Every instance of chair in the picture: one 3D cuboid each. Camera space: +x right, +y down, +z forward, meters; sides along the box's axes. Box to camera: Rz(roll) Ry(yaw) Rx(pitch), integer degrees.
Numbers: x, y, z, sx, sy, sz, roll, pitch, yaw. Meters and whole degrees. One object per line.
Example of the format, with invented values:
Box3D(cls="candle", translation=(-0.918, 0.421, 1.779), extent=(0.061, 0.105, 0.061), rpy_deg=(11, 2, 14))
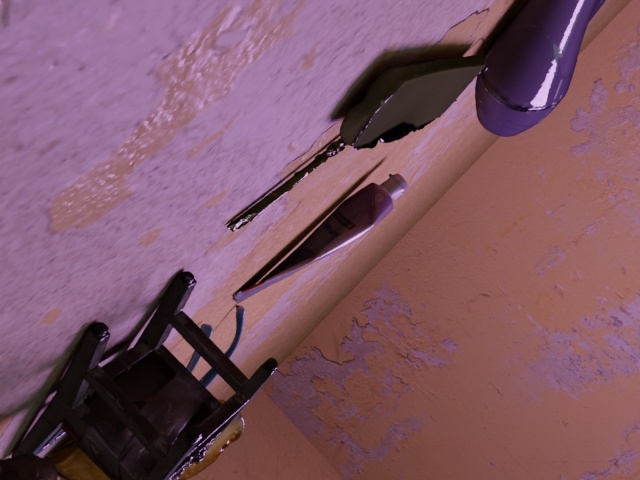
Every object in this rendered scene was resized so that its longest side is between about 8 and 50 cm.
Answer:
Box3D(cls="chair", translation=(-0.180, 0.177, 0.770), extent=(0.136, 0.147, 0.270), rpy_deg=(-35, 167, -52))

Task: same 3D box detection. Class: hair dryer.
Box3D(cls="hair dryer", translation=(0.346, -0.329, 1.033), extent=(0.361, 0.121, 0.301), rpy_deg=(-50, 168, -28))

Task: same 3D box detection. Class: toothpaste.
Box3D(cls="toothpaste", translation=(0.000, 0.000, 1.115), extent=(0.301, 0.048, 0.075), rpy_deg=(-36, -161, -6))

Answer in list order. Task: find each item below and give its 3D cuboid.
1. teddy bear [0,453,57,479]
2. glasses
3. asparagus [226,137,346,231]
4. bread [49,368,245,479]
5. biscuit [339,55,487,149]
Box3D(cls="teddy bear", translation=(-0.307, 0.245, 0.598), extent=(0.190, 0.140, 0.177), rpy_deg=(77, 17, -71))
Box3D(cls="glasses", translation=(-0.202, 0.189, 1.144), extent=(0.220, 0.088, 0.189), rpy_deg=(-67, 165, 15))
Box3D(cls="asparagus", translation=(-0.029, -0.058, 0.765), extent=(0.166, 0.013, 0.016), rpy_deg=(-40, -178, -24))
Box3D(cls="bread", translation=(-0.221, 0.254, 1.004), extent=(0.233, 0.161, 0.088), rpy_deg=(-34, -140, 17))
Box3D(cls="biscuit", translation=(0.105, -0.156, 0.832), extent=(0.099, 0.038, 0.322), rpy_deg=(-51, 169, 28))
